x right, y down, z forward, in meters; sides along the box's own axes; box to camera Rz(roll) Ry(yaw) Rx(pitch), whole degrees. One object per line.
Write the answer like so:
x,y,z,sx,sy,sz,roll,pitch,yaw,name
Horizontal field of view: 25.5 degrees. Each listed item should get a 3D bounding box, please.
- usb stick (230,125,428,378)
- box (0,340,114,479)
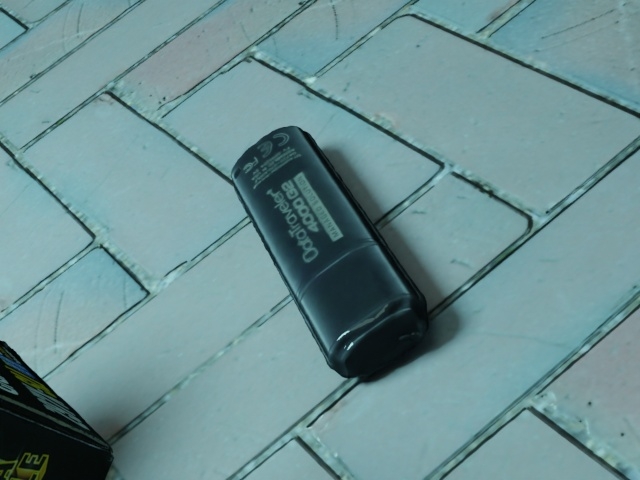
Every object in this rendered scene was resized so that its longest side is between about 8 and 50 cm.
0.000,0.000,1.012,0.077,0.045,0.278,-36,36,3,usb stick
-0.229,0.192,0.648,0.322,0.079,0.257,-64,28,-3,box
